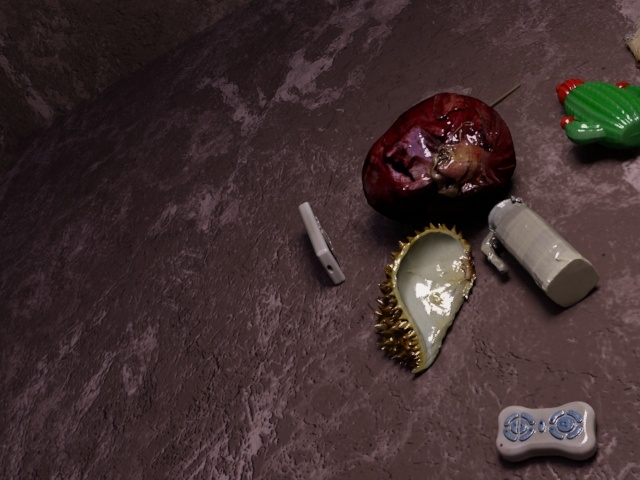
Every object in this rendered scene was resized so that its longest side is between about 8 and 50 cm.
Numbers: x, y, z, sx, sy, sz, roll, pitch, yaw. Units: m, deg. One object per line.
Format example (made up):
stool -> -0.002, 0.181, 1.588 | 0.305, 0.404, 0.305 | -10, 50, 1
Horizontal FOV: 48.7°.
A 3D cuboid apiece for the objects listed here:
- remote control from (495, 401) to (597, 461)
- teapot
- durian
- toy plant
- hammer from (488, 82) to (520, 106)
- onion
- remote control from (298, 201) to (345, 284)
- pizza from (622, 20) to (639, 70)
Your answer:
remote control -> 0.279, 0.237, 0.877 | 0.122, 0.032, 0.074 | -14, 40, 30
teapot -> 0.317, 0.022, 1.070 | 0.107, 0.077, 0.200 | -49, 32, 15
durian -> 0.158, 0.087, 1.126 | 0.139, 0.144, 0.252 | 30, 56, 13
toy plant -> 0.489, -0.228, 1.211 | 0.155, 0.088, 0.240 | -6, 32, 19
hammer -> 0.365, -0.290, 1.447 | 0.110, 0.019, 0.035 | -37, 34, -7
onion -> 0.196, -0.132, 1.229 | 0.281, 0.221, 0.281 | -24, 17, 8
remote control -> 0.000, 0.000, 1.350 | 0.029, 0.087, 0.190 | -28, 34, 4
pizza -> 0.730, -0.336, 1.138 | 0.392, 0.080, 0.435 | -21, 38, 20
